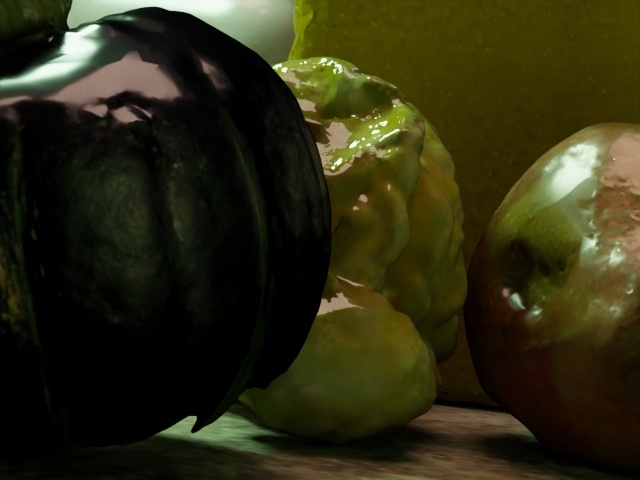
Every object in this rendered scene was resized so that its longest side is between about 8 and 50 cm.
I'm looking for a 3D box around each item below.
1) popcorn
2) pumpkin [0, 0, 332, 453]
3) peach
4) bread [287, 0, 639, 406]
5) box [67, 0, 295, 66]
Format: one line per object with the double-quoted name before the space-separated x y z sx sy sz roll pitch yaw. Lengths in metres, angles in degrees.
"popcorn" 0.000 0.000 1.155 0.174 0.225 0.286 3 2 -7
"pumpkin" -0.142 -0.035 0.934 0.296 0.296 0.296 7 3 0
"peach" 0.196 0.037 1.116 0.214 0.214 0.235 7 9 -8
"bread" 0.124 -0.046 1.359 0.324 0.333 0.143 8 6 0
"box" -0.125 -0.099 1.884 0.289 0.349 0.141 8 32 28
